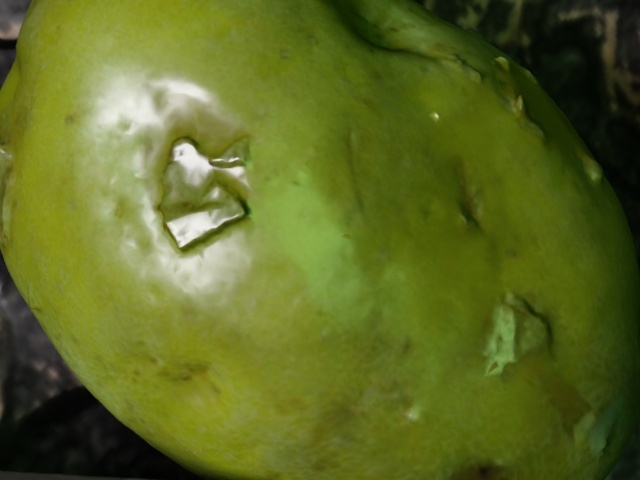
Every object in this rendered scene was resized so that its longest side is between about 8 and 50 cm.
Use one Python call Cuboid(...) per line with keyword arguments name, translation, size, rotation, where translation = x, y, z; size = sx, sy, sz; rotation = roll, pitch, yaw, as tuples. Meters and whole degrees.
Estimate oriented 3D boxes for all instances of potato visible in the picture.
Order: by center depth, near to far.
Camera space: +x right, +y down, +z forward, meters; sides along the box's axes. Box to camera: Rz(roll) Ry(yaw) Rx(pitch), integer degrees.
Cuboid(name="potato", translation=(0.000, 0.000, 0.621), size=(0.253, 0.148, 0.186), rotation=(53, 50, -10))

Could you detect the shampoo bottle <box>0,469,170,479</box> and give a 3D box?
Cuboid(name="shampoo bottle", translation=(-0.101, 0.116, 0.555), size=(0.246, 0.079, 0.080), rotation=(5, 67, -14))
